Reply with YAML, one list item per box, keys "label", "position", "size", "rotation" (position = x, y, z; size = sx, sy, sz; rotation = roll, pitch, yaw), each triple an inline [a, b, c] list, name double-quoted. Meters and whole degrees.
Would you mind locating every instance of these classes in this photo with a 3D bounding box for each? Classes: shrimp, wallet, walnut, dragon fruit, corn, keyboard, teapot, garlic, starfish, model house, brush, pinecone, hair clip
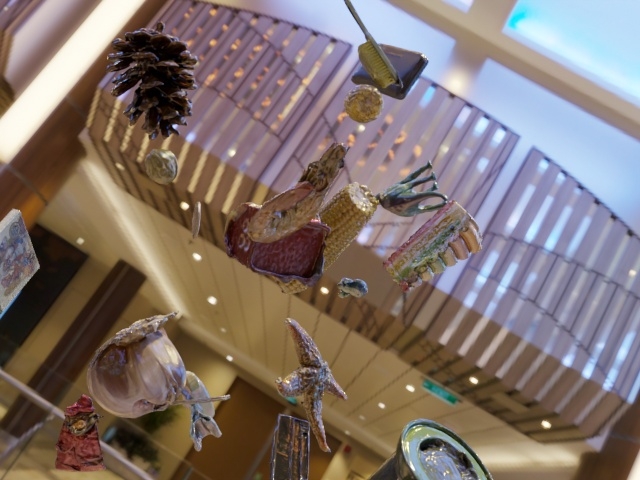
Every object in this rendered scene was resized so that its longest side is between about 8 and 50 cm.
- label: "shrimp"
  position: [-0.048, -0.081, 1.296]
  size: [0.063, 0.152, 0.287]
  rotation: [61, -41, 21]
- label: "wallet"
  position: [0.190, -0.482, 1.985]
  size: [0.044, 0.149, 0.250]
  rotation: [34, 3, -38]
- label: "walnut"
  position: [-0.392, -0.182, 1.744]
  size: [0.092, 0.092, 0.092]
  rotation: [29, -18, 10]
- label: "dragon fruit"
  position: [-0.481, 0.400, 1.479]
  size: [0.092, 0.122, 0.192]
  rotation: [18, -60, 11]
- label: "corn"
  position: [0.000, 0.000, 1.970]
  size: [0.144, 0.387, 0.144]
  rotation: [33, 26, -19]
- label: "keyboard"
  position: [-0.065, 0.449, 1.508]
  size: [0.087, 0.017, 0.250]
  rotation: [16, 17, -5]
- label: "teapot"
  position: [0.101, 0.483, 1.191]
  size: [0.270, 0.337, 0.200]
  rotation: [18, 30, -37]
- label: "garlic"
  position: [-0.287, 0.220, 1.294]
  size: [0.256, 0.207, 0.207]
  rotation: [9, -17, -3]
- label: "starfish"
  position: [-0.028, 0.263, 1.305]
  size: [0.050, 0.138, 0.247]
  rotation: [-11, -53, 34]
- label: "model house"
  position: [-0.120, -0.004, 1.764]
  size: [0.196, 0.160, 0.254]
  rotation: [14, 7, -29]
- label: "corn"
  position: [0.108, -0.341, 1.770]
  size: [0.101, 0.101, 0.310]
  rotation: [34, 13, -5]
- label: "brush"
  position: [0.105, -0.476, 1.710]
  size: [0.297, 0.060, 0.068]
  rotation: [63, 5, 20]
- label: "pinecone"
  position: [-0.435, -0.413, 1.837]
  size: [0.244, 0.309, 0.244]
  rotation: [-5, -1, 0]
- label: "hair clip"
  position: [-0.270, 0.343, 1.508]
  size: [0.218, 0.071, 0.159]
  rotation: [42, -29, 59]

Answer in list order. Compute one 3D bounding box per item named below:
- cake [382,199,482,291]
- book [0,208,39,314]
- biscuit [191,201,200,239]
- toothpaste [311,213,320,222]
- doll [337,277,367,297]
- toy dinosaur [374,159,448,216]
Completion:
- label: "cake"
  position: [0.254, 0.025, 1.566]
  size: [0.090, 0.225, 0.109]
  rotation: [38, 13, -40]
- label: "book"
  position: [-0.766, 0.084, 1.660]
  size: [0.027, 0.264, 0.202]
  rotation: [15, -44, 10]
- label: "biscuit"
  position: [-0.383, -0.060, 2.175]
  size: [0.015, 0.120, 0.120]
  rotation: [6, -11, -17]
- label: "toothpaste"
  position: [-0.037, -0.068, 1.553]
  size: [0.071, 0.045, 0.193]
  rotation: [4, 18, -3]
- label: "doll"
  position: [0.090, 0.131, 1.985]
  size: [0.083, 0.050, 0.076]
  rotation: [9, -28, 16]
- label: "toy dinosaur"
  position: [0.182, -0.095, 1.988]
  size: [0.383, 0.330, 0.129]
  rotation: [-76, 143, -75]
